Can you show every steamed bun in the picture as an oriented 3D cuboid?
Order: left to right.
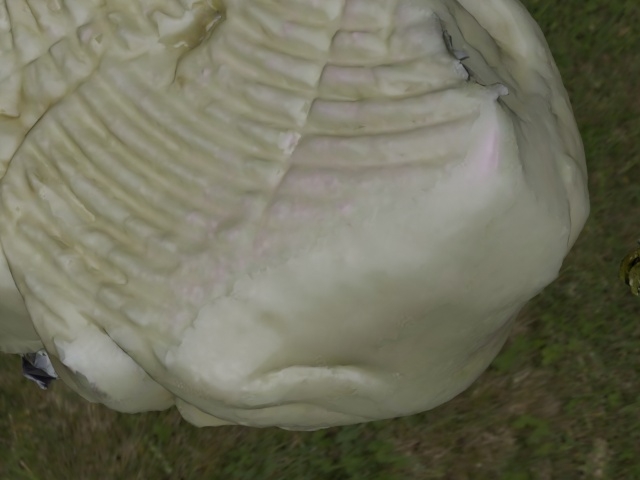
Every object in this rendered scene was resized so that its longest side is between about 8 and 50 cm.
[{"bbox_3d":[-0.034,-0.040,0.601,0.275,0.206,0.320,-45,59,5],"label":"steamed bun"}]

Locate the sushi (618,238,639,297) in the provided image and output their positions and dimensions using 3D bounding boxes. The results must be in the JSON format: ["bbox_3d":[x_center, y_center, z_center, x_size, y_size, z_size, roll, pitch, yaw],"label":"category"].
[{"bbox_3d":[0.450,0.006,1.461,0.139,0.291,0.131,-32,100,-40],"label":"sushi"}]
